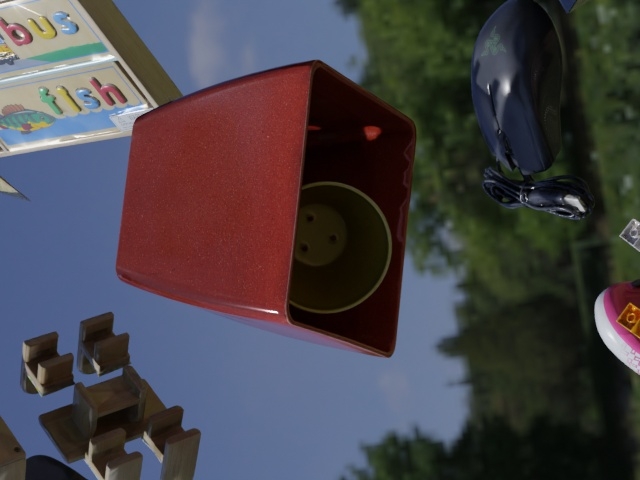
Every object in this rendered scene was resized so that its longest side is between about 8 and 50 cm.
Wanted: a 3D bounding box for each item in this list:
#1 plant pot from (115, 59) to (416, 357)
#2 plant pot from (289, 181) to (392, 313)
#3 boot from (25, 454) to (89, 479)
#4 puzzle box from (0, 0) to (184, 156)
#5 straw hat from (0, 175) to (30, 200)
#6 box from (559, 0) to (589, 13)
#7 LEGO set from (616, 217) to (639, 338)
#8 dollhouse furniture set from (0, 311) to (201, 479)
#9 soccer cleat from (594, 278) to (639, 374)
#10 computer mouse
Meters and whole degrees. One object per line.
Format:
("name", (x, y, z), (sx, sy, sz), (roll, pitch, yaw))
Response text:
("plant pot", (-0.067, -0.030, 1.963), (0.267, 0.235, 0.267), (25, -110, -62))
("plant pot", (0.000, 0.000, 1.893), (0.095, 0.134, 0.134), (-125, 24, -79))
("boot", (-0.305, 0.416, 2.626), (0.112, 0.305, 0.115), (-49, -32, -17))
("puzzle box", (-0.410, -0.235, 2.487), (0.272, 0.409, 0.052), (53, -135, -34))
("straw hat", (-0.413, -0.067, 2.163), (0.144, 0.061, 0.144), (39, 176, 3))
("box", (0.334, -0.363, 2.131), (0.108, 0.153, 0.207), (59, 176, 4))
("LEGO set", (0.311, 0.083, 1.427), (0.093, 0.087, 0.227), (34, -175, -41))
("dollhouse furniture set", (-0.289, 0.237, 2.092), (0.212, 0.242, 0.161), (48, 143, 35))
("soccer cleat", (0.379, 0.135, 1.860), (0.331, 0.143, 0.116), (17, -133, -33))
("computer mouse", (0.238, -0.156, 2.226), (0.188, 0.072, 0.272), (15, 117, 52))
